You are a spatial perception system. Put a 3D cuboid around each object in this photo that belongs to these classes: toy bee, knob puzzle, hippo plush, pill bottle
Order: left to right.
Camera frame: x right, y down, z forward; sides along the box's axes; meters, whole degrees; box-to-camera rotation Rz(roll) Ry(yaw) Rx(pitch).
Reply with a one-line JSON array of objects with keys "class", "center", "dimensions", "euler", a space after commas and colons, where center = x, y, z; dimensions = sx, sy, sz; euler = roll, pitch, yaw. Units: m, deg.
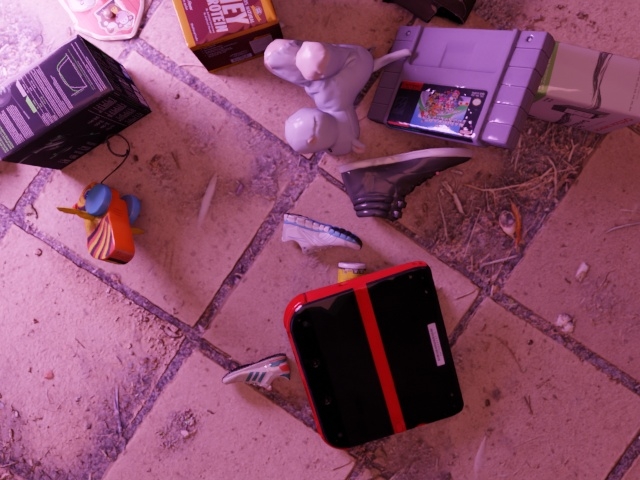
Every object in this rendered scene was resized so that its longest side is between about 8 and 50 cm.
[{"class": "toy bee", "center": [-0.480, -0.064, 1.273], "dimensions": [0.162, 0.298, 0.195], "euler": [-27, 129, 28]}, {"class": "knob puzzle", "center": [-0.489, -0.545, 1.301], "dimensions": [0.213, 0.030, 0.213], "euler": [0, 92, 1]}, {"class": "hippo plush", "center": [0.002, -0.308, 1.244], "dimensions": [0.294, 0.234, 0.236], "euler": [-12, 115, -39]}, {"class": "pill bottle", "center": [0.069, 0.109, 1.298], "dimensions": [0.065, 0.065, 0.116], "euler": [3, 93, 1]}]

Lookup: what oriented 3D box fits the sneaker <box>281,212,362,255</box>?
[{"class": "sneaker", "center": [0.000, 0.000, 1.300], "dimensions": [0.191, 0.071, 0.082], "euler": [17, 99, 9]}]

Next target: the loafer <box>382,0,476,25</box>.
[{"class": "loafer", "center": [0.235, -0.527, 1.263], "dimensions": [0.220, 0.080, 0.078], "euler": [8, 92, 1]}]

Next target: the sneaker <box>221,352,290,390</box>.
[{"class": "sneaker", "center": [-0.145, 0.317, 1.313], "dimensions": [0.161, 0.057, 0.075], "euler": [-19, 86, -1]}]

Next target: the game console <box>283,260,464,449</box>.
[{"class": "game console", "center": [0.121, 0.265, 1.279], "dimensions": [0.342, 0.060, 0.386], "euler": [-17, 104, -4]}]

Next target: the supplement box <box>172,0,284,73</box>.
[{"class": "supplement box", "center": [-0.190, -0.470, 1.216], "dimensions": [0.191, 0.194, 0.129], "euler": [-18, 91, 2]}]

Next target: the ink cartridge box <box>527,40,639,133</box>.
[{"class": "ink cartridge box", "center": [0.529, -0.322, 1.206], "dimensions": [0.273, 0.198, 0.114], "euler": [14, 92, 1]}]

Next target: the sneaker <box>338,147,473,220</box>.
[{"class": "sneaker", "center": [0.198, -0.123, 1.273], "dimensions": [0.296, 0.104, 0.146], "euler": [-10, 94, 7]}]

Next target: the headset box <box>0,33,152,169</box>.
[{"class": "headset box", "center": [-0.542, -0.272, 1.206], "dimensions": [0.283, 0.246, 0.131], "euler": [-32, 92, 3]}]

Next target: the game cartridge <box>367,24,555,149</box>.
[{"class": "game cartridge", "center": [0.269, -0.322, 1.173], "dimensions": [0.355, 0.068, 0.230], "euler": [22, 89, 42]}]
